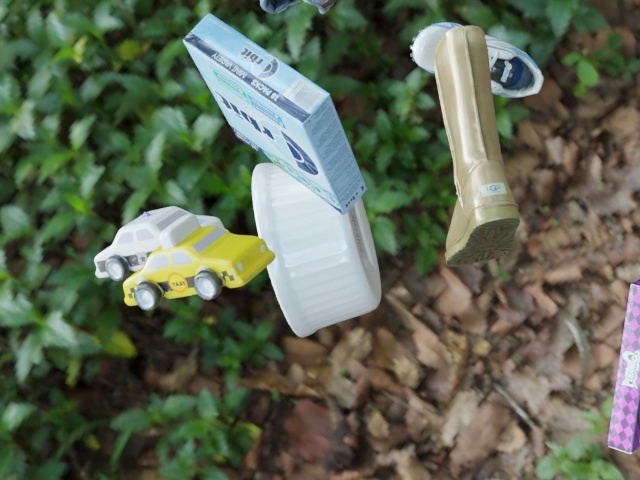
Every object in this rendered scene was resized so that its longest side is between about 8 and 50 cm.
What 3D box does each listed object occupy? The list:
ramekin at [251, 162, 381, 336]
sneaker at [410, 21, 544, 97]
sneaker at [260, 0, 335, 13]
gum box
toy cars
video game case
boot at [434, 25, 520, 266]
[{"bbox_3d":[0.000,0.000,2.081,0.135,0.277,0.277,-15,55,9],"label":"ramekin"},{"bbox_3d":[0.241,-0.273,2.047,0.086,0.237,0.085,30,106,55],"label":"sneaker"},{"bbox_3d":[-0.061,-0.355,1.703,0.262,0.104,0.125,27,90,46],"label":"sneaker"},{"bbox_3d":[-0.039,-0.118,1.293,0.157,0.184,0.041,36,77,26],"label":"gum box"},{"bbox_3d":[-0.190,0.004,1.715,0.176,0.087,0.393,-24,14,-15],"label":"toy cars"},{"bbox_3d":[0.456,0.141,1.793,0.041,0.210,0.232,18,114,34],"label":"video game case"},{"bbox_3d":[0.204,-0.120,1.831,0.089,0.236,0.270,-6,72,-11],"label":"boot"}]
